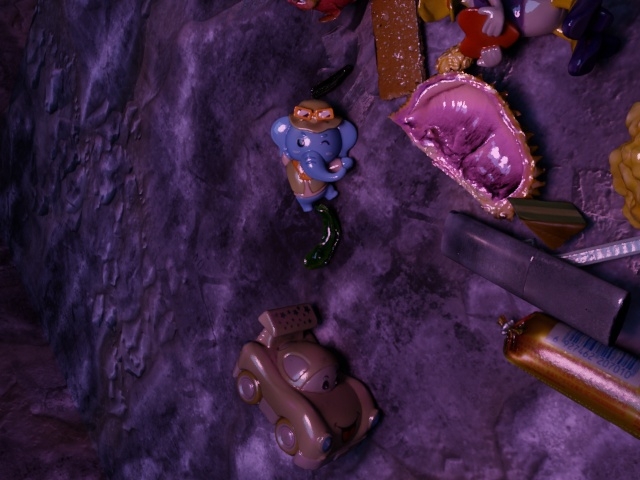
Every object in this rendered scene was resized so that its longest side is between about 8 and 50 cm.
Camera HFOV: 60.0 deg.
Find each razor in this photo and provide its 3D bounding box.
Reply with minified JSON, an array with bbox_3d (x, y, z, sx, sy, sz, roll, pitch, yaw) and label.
[{"bbox_3d":[0.491,0.021,0.964,0.277,0.056,0.111,-19,81,41],"label":"razor"}]

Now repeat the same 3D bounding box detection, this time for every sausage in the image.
[{"bbox_3d":[0.452,0.223,0.985,0.317,0.117,0.125,28,98,37],"label":"sausage"}]

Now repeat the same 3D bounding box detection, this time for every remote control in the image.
[{"bbox_3d":[0.375,0.056,1.025,0.377,0.044,0.107,33,133,47],"label":"remote control"}]

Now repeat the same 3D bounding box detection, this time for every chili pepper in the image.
[{"bbox_3d":[0.005,0.001,1.385,0.073,0.050,0.182,30,118,27],"label":"chili pepper"}]

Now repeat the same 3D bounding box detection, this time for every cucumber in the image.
[{"bbox_3d":[0.025,-0.380,1.341,0.134,0.033,0.034,-17,121,41],"label":"cucumber"}]

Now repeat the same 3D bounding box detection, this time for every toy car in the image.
[{"bbox_3d":[-0.025,0.339,1.339,0.336,0.242,0.226,42,117,32],"label":"toy car"}]

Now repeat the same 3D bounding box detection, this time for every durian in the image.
[{"bbox_3d":[0.307,-0.200,1.072,0.341,0.112,0.191,46,114,18],"label":"durian"}]

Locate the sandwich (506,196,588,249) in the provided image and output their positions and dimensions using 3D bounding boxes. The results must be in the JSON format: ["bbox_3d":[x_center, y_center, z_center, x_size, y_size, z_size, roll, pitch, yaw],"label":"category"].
[{"bbox_3d":[0.399,-0.051,0.978,0.074,0.116,0.074,-41,35,25],"label":"sandwich"}]

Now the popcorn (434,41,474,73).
[{"bbox_3d":[0.269,-0.358,1.103,0.057,0.083,0.082,47,165,-8],"label":"popcorn"}]

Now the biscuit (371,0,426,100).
[{"bbox_3d":[0.169,-0.428,1.205,0.131,0.025,0.231,0,97,49],"label":"biscuit"}]

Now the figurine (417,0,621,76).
[{"bbox_3d":[0.322,-0.426,0.993,0.420,0.154,0.193,26,75,32],"label":"figurine"}]

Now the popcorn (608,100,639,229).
[{"bbox_3d":[0.553,-0.095,0.788,0.235,0.242,0.250,-41,27,6],"label":"popcorn"}]

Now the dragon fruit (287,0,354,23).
[{"bbox_3d":[0.039,-0.617,1.169,0.250,0.250,0.315,-20,39,41],"label":"dragon fruit"}]

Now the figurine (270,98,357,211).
[{"bbox_3d":[-0.006,-0.206,1.333,0.180,0.154,0.262,-1,112,32],"label":"figurine"}]
